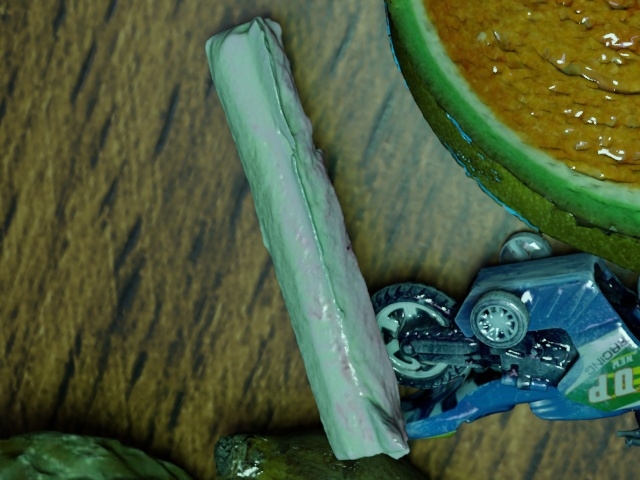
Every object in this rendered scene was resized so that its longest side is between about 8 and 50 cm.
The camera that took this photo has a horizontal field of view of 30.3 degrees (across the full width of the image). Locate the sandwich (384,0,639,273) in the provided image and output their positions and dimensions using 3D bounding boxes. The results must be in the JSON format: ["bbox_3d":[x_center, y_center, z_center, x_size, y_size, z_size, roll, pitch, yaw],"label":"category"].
[{"bbox_3d":[0.129,-0.089,0.680,0.235,0.079,0.159,33,76,21],"label":"sandwich"}]

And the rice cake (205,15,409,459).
[{"bbox_3d":[-0.002,-0.001,0.724,0.051,0.081,0.290,-17,85,-25],"label":"rice cake"}]

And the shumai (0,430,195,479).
[{"bbox_3d":[-0.134,0.321,0.675,0.395,0.348,0.395,-2,94,-22],"label":"shumai"}]

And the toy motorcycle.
[{"bbox_3d":[0.143,0.072,0.731,0.254,0.092,0.136,-9,112,23],"label":"toy motorcycle"}]

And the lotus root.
[{"bbox_3d":[0.020,0.188,0.769,0.209,0.120,0.120,36,109,-1],"label":"lotus root"}]
